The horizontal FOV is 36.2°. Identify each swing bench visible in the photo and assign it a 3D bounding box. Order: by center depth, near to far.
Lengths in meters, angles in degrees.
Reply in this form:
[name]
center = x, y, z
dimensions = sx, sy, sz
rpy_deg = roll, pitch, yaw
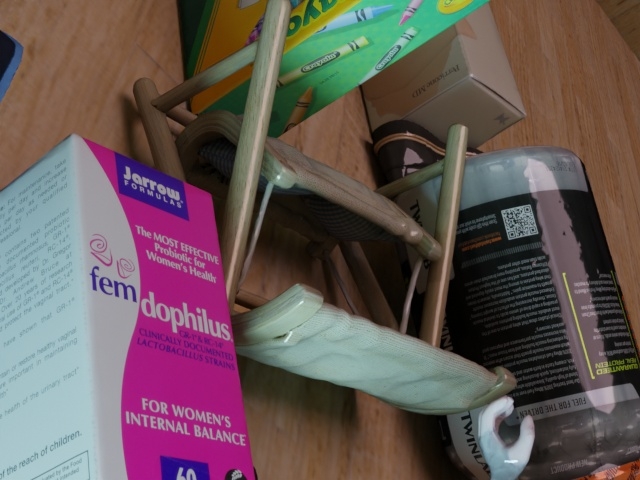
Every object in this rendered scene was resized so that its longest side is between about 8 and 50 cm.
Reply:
[swing bench]
center = 0.000, 0.000, 0.751
dimensions = 0.253, 0.165, 0.255
rpy_deg = 27, 48, -45

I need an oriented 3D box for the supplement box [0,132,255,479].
[supplement box]
center = -0.122, 0.070, 0.545
dimensions = 0.111, 0.114, 0.220
rpy_deg = 23, 44, -46

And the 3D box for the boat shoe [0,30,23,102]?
[boat shoe]
center = -0.234, -0.053, 0.517
dimensions = 0.089, 0.109, 0.258
rpy_deg = 35, 21, -26

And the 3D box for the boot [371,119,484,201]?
[boot]
center = 0.139, -0.039, 1.100
dimensions = 0.198, 0.077, 0.137
rpy_deg = 16, 55, -35

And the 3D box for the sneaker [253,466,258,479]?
[sneaker]
center = -0.036, 0.221, 0.570
dimensions = 0.078, 0.067, 0.188
rpy_deg = -3, 69, -27

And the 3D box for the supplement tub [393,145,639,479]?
[supplement tub]
center = 0.187, 0.088, 0.903
dimensions = 0.193, 0.193, 0.316
rpy_deg = 10, 64, -54

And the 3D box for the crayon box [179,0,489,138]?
[crayon box]
center = 0.008, -0.216, 0.828
dimensions = 0.081, 0.278, 0.165
rpy_deg = 28, 42, -45

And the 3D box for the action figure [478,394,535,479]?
[action figure]
center = 0.127, 0.283, 0.589
dimensions = 0.370, 0.276, 0.248
rpy_deg = 33, 11, -49

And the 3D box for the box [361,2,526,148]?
[box]
center = 0.123, -0.255, 1.181
dimensions = 0.121, 0.148, 0.311
rpy_deg = 25, 43, -44
